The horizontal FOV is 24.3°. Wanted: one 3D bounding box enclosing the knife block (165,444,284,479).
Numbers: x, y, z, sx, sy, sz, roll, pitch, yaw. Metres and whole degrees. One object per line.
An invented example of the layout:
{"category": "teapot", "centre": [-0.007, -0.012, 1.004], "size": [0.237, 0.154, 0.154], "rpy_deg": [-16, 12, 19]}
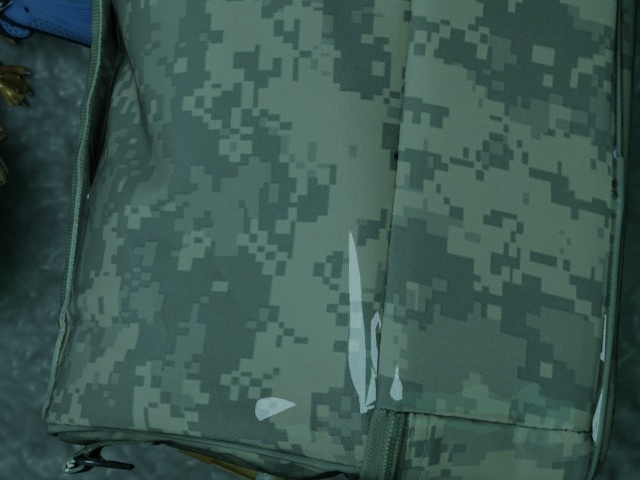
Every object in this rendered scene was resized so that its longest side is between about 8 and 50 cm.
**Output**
{"category": "knife block", "centre": [0.000, 0.000, 0.941], "size": [0.088, 0.242, 0.275], "rpy_deg": [24, 146, -2]}

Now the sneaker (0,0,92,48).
{"category": "sneaker", "centre": [-0.162, -0.189, 0.842], "size": [0.147, 0.130, 0.330], "rpy_deg": [-34, 119, 13]}

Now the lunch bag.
{"category": "lunch bag", "centre": [0.004, -0.030, 0.722], "size": [0.256, 0.212, 0.305], "rpy_deg": [6, 83, -2]}

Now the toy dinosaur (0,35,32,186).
{"category": "toy dinosaur", "centre": [-0.243, -0.110, 0.914], "size": [0.211, 0.112, 0.064], "rpy_deg": [36, 132, 33]}
